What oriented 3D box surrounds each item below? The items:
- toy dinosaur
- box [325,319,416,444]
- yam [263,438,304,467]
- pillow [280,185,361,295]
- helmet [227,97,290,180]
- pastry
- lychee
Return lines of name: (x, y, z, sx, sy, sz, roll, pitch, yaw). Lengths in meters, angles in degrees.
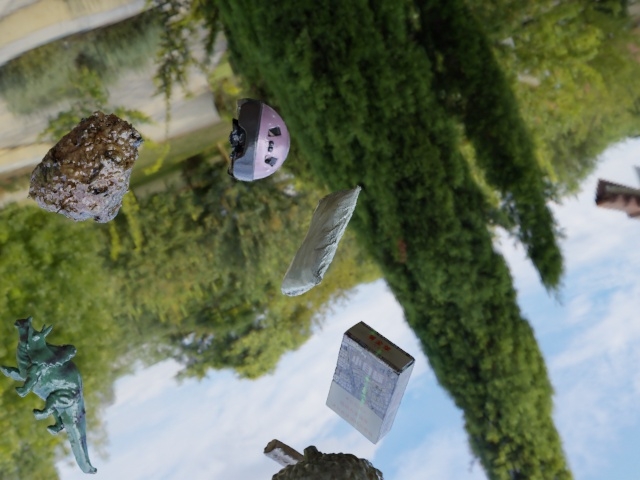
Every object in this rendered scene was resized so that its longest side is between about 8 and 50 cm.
toy dinosaur: (-0.454, 0.269, 1.338, 0.120, 0.292, 0.079, -12, 179, -34)
box: (0.135, 0.399, 2.229, 0.084, 0.198, 0.310, -30, 144, -41)
yam: (-0.032, 0.538, 1.874, 0.056, 0.241, 0.057, -41, -155, 24)
pillow: (0.000, 0.000, 1.452, 0.128, 0.051, 0.229, -22, -142, 51)
helmet: (-0.149, -0.241, 1.940, 0.154, 0.199, 0.253, 8, -171, 0)
pastry: (-0.478, -0.143, 1.681, 0.275, 0.193, 0.275, -41, -166, 12)
lychee: (0.018, 0.516, 1.484, 0.255, 0.275, 0.255, -13, 163, -4)
